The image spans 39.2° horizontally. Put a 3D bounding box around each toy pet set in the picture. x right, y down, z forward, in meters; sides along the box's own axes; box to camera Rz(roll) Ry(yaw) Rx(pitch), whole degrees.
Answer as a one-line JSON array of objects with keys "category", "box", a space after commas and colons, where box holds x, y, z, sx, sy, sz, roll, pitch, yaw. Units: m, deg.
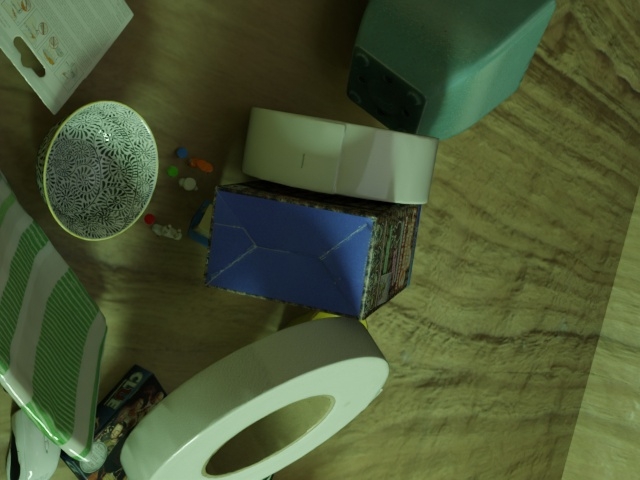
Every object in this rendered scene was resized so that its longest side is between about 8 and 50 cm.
[{"category": "toy pet set", "box": [-0.186, -0.049, 1.284, 0.114, 0.065, 0.122, 30, 72, -17]}]

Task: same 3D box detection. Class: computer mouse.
[{"category": "computer mouse", "box": [-0.360, 0.240, 1.157, 0.106, 0.042, 0.193, -10, 110, -51]}]

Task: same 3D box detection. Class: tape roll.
[{"category": "tape roll", "box": [0.028, -0.127, 1.324, 0.286, 0.286, 0.100, 0, 103, -52]}, {"category": "tape roll", "box": [-0.083, 0.244, 1.239, 0.392, 0.072, 0.392, -27, 156, -14]}]

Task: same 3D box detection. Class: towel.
[{"category": "towel", "box": [-0.331, 0.071, 1.020, 0.248, 0.038, 0.325, -99, 171, -52]}]

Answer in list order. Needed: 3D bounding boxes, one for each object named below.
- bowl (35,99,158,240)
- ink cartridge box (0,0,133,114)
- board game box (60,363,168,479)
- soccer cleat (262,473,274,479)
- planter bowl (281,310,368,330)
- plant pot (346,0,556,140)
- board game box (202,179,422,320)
[{"category": "bowl", "box": [-0.288, -0.091, 1.100, 0.170, 0.080, 0.170, -21, 118, -46]}, {"category": "ink cartridge box", "box": [-0.307, -0.257, 1.033, 0.179, 0.045, 0.145, -60, 141, -27]}, {"category": "board game box", "box": [-0.262, 0.321, 1.312, 0.165, 0.042, 0.243, -50, 137, -29]}, {"category": "soccer cleat", "box": [-0.104, 0.377, 1.529, 0.072, 0.060, 0.179, -10, 117, -60]}, {"category": "planter bowl", "box": [-0.017, 0.193, 1.540, 0.217, 0.090, 0.217, -23, 121, -46]}, {"category": "plant pot", "box": [0.179, -0.304, 1.444, 0.252, 0.248, 0.247, -46, 166, -22]}, {"category": "board game box", "box": [0.000, 0.000, 1.307, 0.291, 0.232, 0.141, -21, 121, -71]}]
